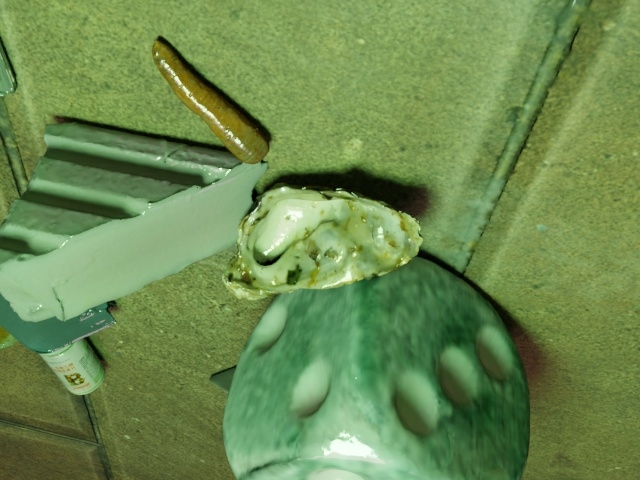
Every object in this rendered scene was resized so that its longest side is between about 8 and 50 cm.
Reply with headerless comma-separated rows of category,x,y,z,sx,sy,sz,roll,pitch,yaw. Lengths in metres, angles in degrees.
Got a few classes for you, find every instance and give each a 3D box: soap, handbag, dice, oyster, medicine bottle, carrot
soap,-0.234,-0.001,0.943,0.302,0.258,0.159,9,140,6
handbag,-0.471,0.091,1.248,0.179,0.062,0.229,-24,134,7
dice,0.078,0.242,1.068,0.328,0.348,0.330,33,139,-24
oyster,0.002,0.005,0.973,0.294,0.094,0.166,2,101,25
medicine bottle,-0.493,0.223,1.438,0.086,0.086,0.183,3,141,14
carrot,-0.135,-0.165,0.887,0.047,0.047,0.191,-25,121,39

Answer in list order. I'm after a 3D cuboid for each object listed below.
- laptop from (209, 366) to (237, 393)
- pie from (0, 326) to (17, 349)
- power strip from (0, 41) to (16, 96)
laptop,-0.073,0.283,1.431,0.187,0.015,0.269,38,136,-26
pie,-0.666,0.108,1.320,0.302,0.067,0.303,-2,134,-2
power strip,-0.494,-0.251,0.877,0.213,0.065,0.198,8,143,7
